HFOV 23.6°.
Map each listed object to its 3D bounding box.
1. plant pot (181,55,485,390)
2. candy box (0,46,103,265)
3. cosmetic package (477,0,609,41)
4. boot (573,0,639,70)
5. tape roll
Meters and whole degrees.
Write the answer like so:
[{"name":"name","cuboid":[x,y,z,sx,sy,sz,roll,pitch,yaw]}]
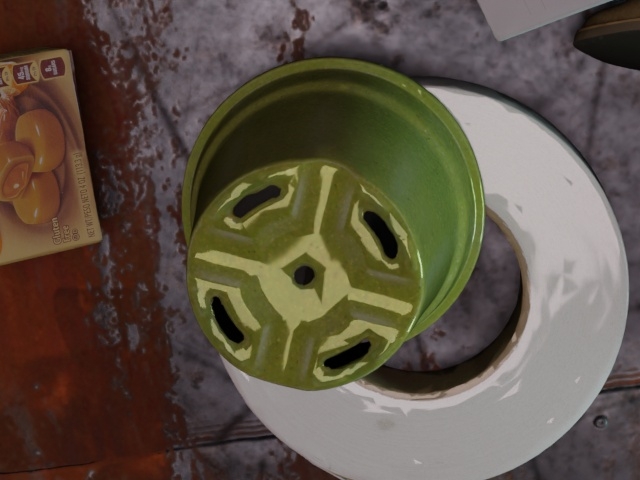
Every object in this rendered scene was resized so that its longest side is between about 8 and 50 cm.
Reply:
[{"name":"plant pot","cuboid":[0.000,0.000,1.255,0.276,0.254,0.276,1,103,5]},{"name":"candy box","cuboid":[-0.367,-0.056,1.359,0.317,0.087,0.182,-15,104,-25]},{"name":"cosmetic package","cuboid":[0.243,-0.286,1.211,0.225,0.224,0.138,-18,108,36]},{"name":"boot","cuboid":[0.346,-0.210,1.279,0.305,0.112,0.115,-7,73,48]},{"name":"tape roll","cuboid":[0.089,0.043,1.423,0.392,0.072,0.391,1,104,5]}]
